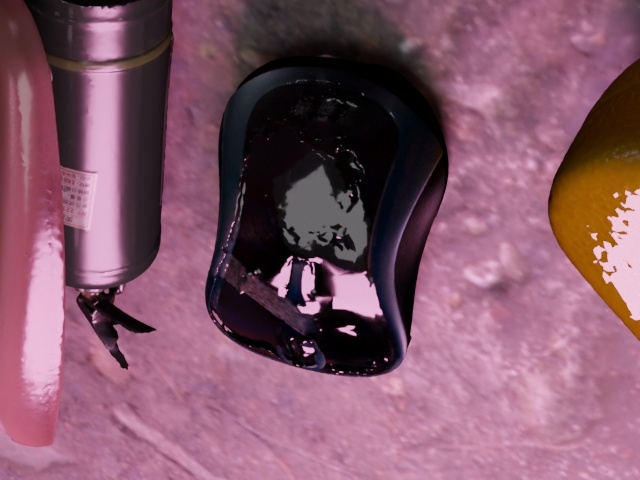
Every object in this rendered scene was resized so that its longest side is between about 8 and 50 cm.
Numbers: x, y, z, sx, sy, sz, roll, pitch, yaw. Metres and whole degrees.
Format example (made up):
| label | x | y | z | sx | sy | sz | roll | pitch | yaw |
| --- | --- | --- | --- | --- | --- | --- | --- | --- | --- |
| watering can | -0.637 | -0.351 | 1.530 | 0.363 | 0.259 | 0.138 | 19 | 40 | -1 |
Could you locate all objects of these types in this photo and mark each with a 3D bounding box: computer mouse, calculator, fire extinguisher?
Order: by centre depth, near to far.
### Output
| label | x | y | z | sx | sy | sz | roll | pitch | yaw |
| --- | --- | --- | --- | --- | --- | --- | --- | --- | --- |
| computer mouse | 0.000 | 0.000 | 1.135 | 0.137 | 0.096 | 0.233 | 13 | 129 | 15 |
| calculator | -0.208 | -0.042 | 1.149 | 0.220 | 0.048 | 0.329 | 51 | 144 | 44 |
| fire extinguisher | -0.139 | -0.049 | 1.167 | 0.118 | 0.093 | 0.294 | 37 | 139 | 30 |

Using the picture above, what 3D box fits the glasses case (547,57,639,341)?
| label | x | y | z | sx | sy | sz | roll | pitch | yaw |
| --- | --- | --- | --- | --- | --- | --- | --- | --- | --- |
| glasses case | 0.294 | 0.042 | 1.005 | 0.371 | 0.141 | 0.173 | 46 | 145 | -14 |
